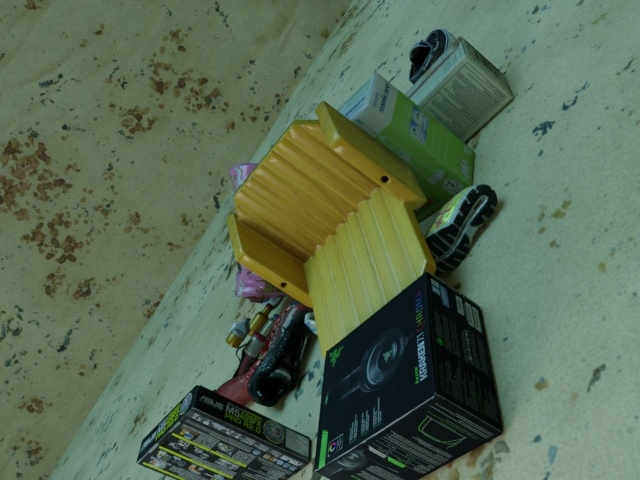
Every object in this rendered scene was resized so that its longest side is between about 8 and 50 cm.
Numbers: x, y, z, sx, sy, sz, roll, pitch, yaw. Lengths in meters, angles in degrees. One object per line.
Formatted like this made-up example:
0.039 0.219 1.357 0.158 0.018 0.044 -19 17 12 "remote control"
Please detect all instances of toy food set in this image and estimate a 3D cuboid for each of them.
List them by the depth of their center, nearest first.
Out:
-0.163 0.235 1.621 0.104 0.111 0.232 -56 -11 3 "toy food set"

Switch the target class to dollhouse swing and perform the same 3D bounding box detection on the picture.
0.000 0.000 1.149 0.347 0.315 0.305 -46 21 29 "dollhouse swing"

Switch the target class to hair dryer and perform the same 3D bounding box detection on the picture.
-0.221 0.360 1.638 0.223 0.080 0.294 -61 21 -13 "hair dryer"

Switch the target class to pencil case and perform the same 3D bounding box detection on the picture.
-0.170 -0.020 1.686 0.167 0.160 0.385 25 -120 -74 "pencil case"

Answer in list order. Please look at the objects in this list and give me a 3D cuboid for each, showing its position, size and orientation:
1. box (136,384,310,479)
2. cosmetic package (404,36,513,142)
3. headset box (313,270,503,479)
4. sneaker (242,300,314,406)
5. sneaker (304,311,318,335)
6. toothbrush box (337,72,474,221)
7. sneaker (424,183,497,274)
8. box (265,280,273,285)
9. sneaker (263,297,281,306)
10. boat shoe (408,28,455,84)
-0.189 0.415 1.201 0.216 0.270 0.060 -47 23 28 "box"
0.268 -0.289 1.384 0.296 0.153 0.129 -43 23 31 "cosmetic package"
0.121 0.234 0.959 0.283 0.131 0.246 -44 23 33 "headset box"
-0.083 0.271 1.428 0.276 0.098 0.135 -60 20 -3 "sneaker"
0.060 0.121 1.330 0.228 0.092 0.087 -53 19 8 "sneaker"
0.151 -0.178 1.290 0.206 0.283 0.122 -38 28 44 "toothbrush box"
0.246 -0.020 1.150 0.208 0.081 0.094 -49 13 7 "sneaker"
-0.020 0.025 1.507 0.163 0.142 0.247 -66 9 -30 "box"
-0.120 0.096 1.799 0.211 0.081 0.080 -58 18 -7 "sneaker"
0.302 -0.523 1.722 0.108 0.102 0.301 -35 29 46 "boat shoe"
